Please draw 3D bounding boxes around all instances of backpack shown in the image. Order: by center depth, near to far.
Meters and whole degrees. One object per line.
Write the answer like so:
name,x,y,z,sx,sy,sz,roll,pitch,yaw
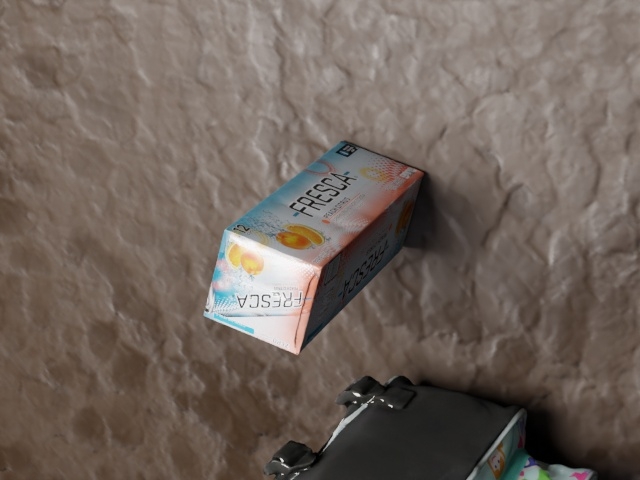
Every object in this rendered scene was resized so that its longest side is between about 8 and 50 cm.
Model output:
backpack,0.065,0.239,0.996,0.191,0.225,0.254,18,119,20

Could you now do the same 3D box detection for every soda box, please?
soda box,0.000,0.000,0.952,0.063,0.183,0.058,22,116,15
